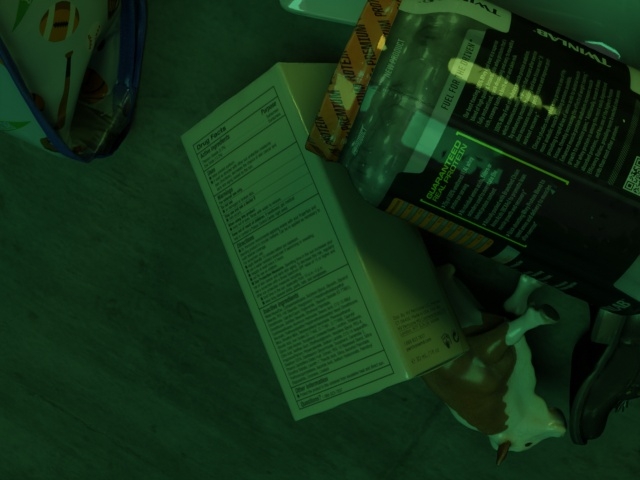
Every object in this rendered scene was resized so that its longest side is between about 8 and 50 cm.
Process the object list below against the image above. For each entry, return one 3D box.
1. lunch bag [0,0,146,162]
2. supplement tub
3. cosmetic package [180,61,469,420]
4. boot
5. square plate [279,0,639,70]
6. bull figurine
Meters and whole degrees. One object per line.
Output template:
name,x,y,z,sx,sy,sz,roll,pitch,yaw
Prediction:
lunch bag,-0.360,-0.248,0.866,0.328,0.238,0.385,22,157,9
supplement tub,0.160,-0.081,0.744,0.316,0.193,0.193,24,128,-2
cosmetic package,0.000,0.000,0.866,0.160,0.113,0.309,-27,80,39
boot,0.372,0.128,0.874,0.229,0.091,0.262,9,131,10
square plate,0.108,-0.286,0.682,0.344,0.049,0.347,15,151,16
bull figurine,0.141,0.084,0.917,0.310,0.101,0.188,39,123,13
